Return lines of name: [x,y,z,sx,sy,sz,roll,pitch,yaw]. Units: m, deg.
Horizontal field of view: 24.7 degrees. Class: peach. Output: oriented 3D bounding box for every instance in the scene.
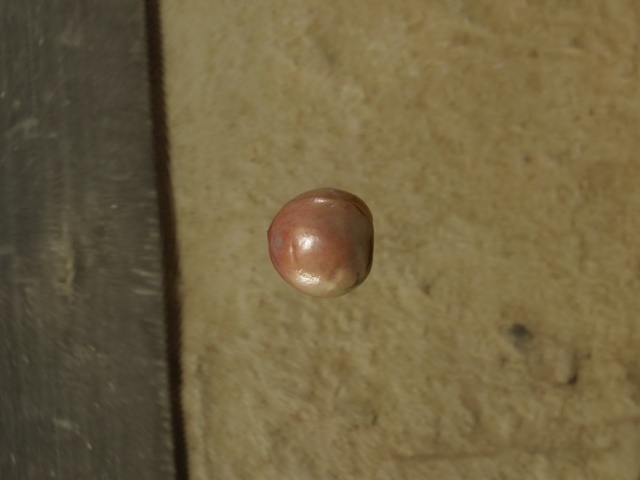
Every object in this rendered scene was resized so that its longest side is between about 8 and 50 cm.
peach: [0.001,0.001,1.064,0.083,0.083,0.083,0,90,-15]
